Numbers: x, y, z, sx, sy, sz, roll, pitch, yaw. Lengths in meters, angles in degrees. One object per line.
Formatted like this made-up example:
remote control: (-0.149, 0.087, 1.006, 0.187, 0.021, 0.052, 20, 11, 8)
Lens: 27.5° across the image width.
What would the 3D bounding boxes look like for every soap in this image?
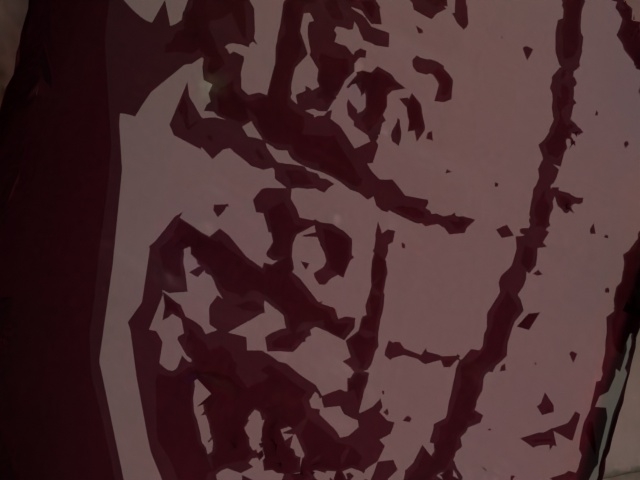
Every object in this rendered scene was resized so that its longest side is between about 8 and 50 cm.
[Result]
soap: (0.000, 0.000, 0.435, 0.220, 0.127, 0.325, 16, 82, -7)

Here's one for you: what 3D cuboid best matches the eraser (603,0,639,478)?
eraser: (0.115, -0.099, 0.595, 0.213, 0.082, 0.397, -5, 84, -30)
